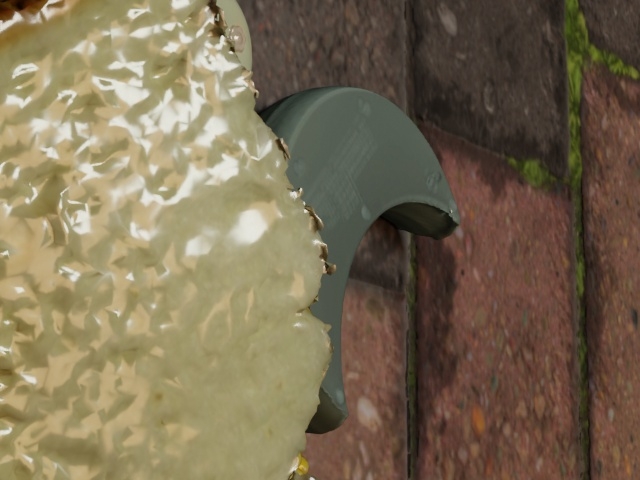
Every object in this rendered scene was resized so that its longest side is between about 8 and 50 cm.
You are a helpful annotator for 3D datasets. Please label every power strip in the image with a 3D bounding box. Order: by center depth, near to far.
[{"bbox_3d":[0.000,0.000,1.161,0.167,0.054,0.253,62,38,-22],"label":"power strip"}]

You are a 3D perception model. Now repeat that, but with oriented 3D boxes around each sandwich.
[{"bbox_3d":[-0.128,0.040,0.856,0.262,0.131,0.325,-37,114,-35],"label":"sandwich"}]

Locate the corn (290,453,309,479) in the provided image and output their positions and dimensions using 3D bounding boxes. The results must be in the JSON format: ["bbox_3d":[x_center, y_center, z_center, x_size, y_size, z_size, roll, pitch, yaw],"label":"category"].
[{"bbox_3d":[-0.042,0.174,1.026,0.093,0.093,0.244,0,83,-56],"label":"corn"}]

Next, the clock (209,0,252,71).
[{"bbox_3d":[-0.116,-0.099,1.003,0.191,0.062,0.151,41,51,-43],"label":"clock"}]
